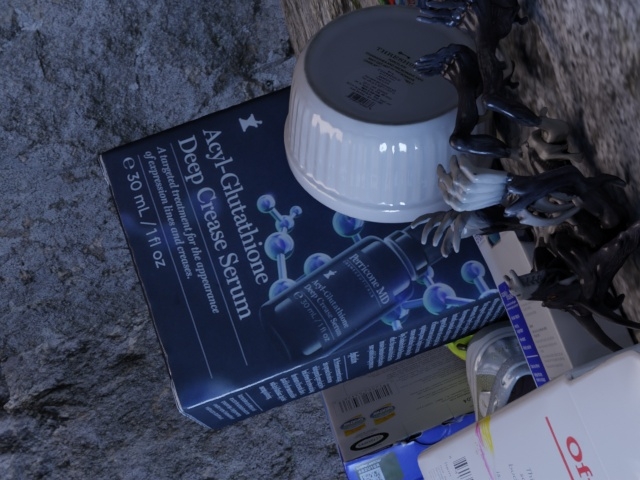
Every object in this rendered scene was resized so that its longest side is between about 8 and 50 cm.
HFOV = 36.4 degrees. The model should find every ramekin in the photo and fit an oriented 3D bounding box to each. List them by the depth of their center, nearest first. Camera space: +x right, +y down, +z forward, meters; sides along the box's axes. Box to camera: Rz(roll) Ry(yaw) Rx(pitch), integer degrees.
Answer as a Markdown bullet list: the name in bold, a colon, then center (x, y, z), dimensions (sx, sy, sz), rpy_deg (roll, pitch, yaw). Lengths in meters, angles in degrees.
- **ramekin**: center (0.067, -0.129, 0.921), dimensions (0.109, 0.207, 0.207), rpy_deg (88, 164, -53)

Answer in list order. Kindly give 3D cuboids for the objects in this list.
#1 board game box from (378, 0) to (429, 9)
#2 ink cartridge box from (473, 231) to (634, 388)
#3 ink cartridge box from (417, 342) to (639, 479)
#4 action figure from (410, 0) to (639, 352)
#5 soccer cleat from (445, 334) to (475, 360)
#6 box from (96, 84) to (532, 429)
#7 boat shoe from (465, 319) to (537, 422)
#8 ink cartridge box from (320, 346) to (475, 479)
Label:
- **board game box**: center (0.067, -0.338, 1.046), dimensions (0.211, 0.039, 0.160), rpy_deg (73, 176, -47)
- **ink cartridge box**: center (0.229, 0.114, 0.852), dimensions (0.165, 0.065, 0.333), rpy_deg (87, 162, -82)
- **ink cartridge box**: center (0.206, 0.190, 0.653), dimensions (0.353, 0.119, 0.207), rpy_deg (122, 129, -64)
- **action figure**: center (0.139, -0.038, 0.720), dimensions (0.164, 0.140, 0.276), rpy_deg (105, 148, -66)
- **soccer cleat**: center (0.215, 0.123, 1.334), dimensions (0.121, 0.093, 0.289), rpy_deg (39, 179, -10)
- **box**: center (0.000, 0.000, 1.088), dimensions (0.212, 0.395, 0.294), rpy_deg (82, 168, -74)
- **boat shoe**: center (0.241, 0.248, 1.144), dimensions (0.103, 0.118, 0.320), rpy_deg (-105, 3, -62)
- **ink cartridge box**: center (0.151, 0.269, 1.477), dimensions (0.395, 0.270, 0.151), rpy_deg (-115, 3, -68)
